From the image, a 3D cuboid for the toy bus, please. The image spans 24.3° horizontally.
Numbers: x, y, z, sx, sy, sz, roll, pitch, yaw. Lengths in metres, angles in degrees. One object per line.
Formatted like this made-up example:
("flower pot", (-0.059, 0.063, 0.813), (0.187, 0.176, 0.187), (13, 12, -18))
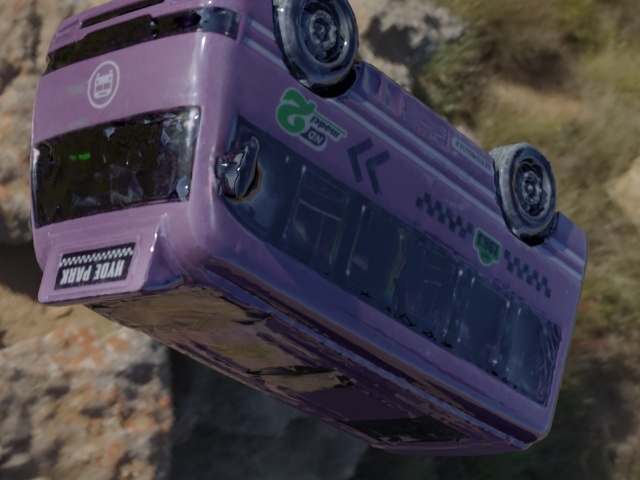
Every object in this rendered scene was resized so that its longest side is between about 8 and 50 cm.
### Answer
("toy bus", (0.000, 0.000, 0.439), (0.178, 0.086, 0.098), (32, 62, -41))
